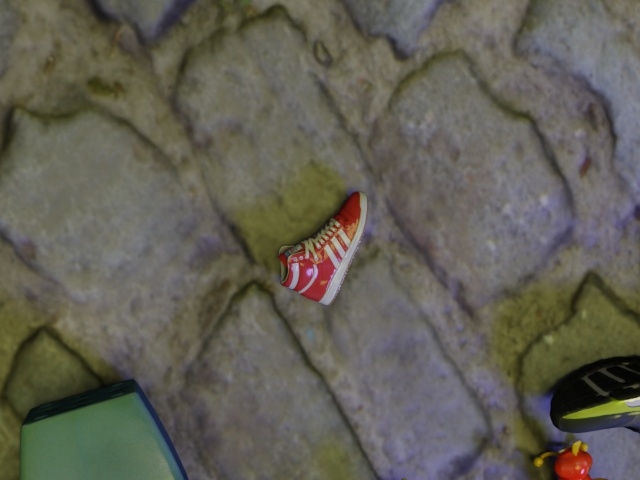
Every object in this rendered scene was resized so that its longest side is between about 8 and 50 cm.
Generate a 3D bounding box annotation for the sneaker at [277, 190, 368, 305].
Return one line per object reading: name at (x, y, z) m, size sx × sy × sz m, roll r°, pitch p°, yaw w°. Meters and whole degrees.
sneaker at (0.000, 0.000, 1.073) m, size 0.067 × 0.042 × 0.119 m, roll 20°, pitch 94°, yaw -17°

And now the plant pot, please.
plant pot at (-0.191, 0.258, 1.007) m, size 0.165 × 0.165 × 0.234 m, roll -16°, pitch 92°, yaw -10°

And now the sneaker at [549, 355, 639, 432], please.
sneaker at (0.386, 0.192, 1.153) m, size 0.299 × 0.111 × 0.121 m, roll 0°, pitch 101°, yaw -11°

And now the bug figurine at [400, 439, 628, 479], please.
bug figurine at (0.185, 0.323, 1.140) m, size 0.278 × 0.072 × 0.216 m, roll -10°, pitch 105°, yaw -16°
